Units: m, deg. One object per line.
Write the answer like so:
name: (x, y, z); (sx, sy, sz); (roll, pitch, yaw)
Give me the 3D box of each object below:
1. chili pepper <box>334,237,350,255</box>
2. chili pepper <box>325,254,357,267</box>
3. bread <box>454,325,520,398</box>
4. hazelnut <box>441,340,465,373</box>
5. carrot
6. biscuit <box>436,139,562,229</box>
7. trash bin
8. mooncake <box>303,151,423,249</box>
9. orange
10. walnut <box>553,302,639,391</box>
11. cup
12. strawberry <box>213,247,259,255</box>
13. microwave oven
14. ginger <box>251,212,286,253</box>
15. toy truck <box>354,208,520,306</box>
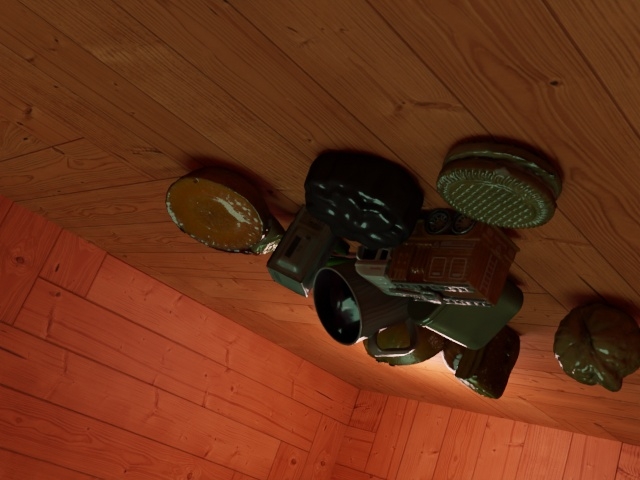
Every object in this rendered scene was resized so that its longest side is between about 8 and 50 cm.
chili pepper: (0.000, 0.000, 2.091); (0.202, 0.051, 0.050); (13, -171, 16)
chili pepper: (0.040, 0.077, 2.229); (0.359, 0.076, 0.084); (3, 135, 33)
bread: (0.560, 0.388, 2.300); (0.111, 0.234, 0.184); (4, 154, 49)
hazelnut: (0.507, 0.395, 2.477); (0.182, 0.182, 0.182); (19, 161, 7)
carrot: (-0.280, -0.082, 1.934); (0.307, 0.100, 0.258); (18, 133, 21)
biscuit: (0.355, -0.106, 1.387); (0.259, 0.079, 0.259); (20, 162, 7)
trash bin: (0.400, 0.167, 1.897); (0.248, 0.243, 0.121); (28, -160, -32)
mooncake: (0.093, -0.087, 1.627); (0.283, 0.141, 0.283); (20, 159, 8)
orange: (0.283, 0.297, 2.316); (0.310, 0.274, 0.274); (36, 170, 28)
walnut: (0.743, 0.284, 1.848); (0.225, 0.257, 0.257); (-30, 135, 24)
cup: (0.157, 0.172, 1.939); (0.288, 0.273, 0.208); (45, 136, 36)
strawberry: (-0.273, -0.008, 2.227); (0.175, 0.097, 0.228); (11, 179, -23)
microwave oven: (-0.048, 0.029, 1.962); (0.123, 0.208, 0.162); (26, 163, 15)
ginger: (-0.215, -0.036, 2.078); (0.267, 0.138, 0.152); (21, 129, 32)
toy truck: (0.265, 0.050, 1.712); (0.388, 0.206, 0.173); (1, 153, 46)
